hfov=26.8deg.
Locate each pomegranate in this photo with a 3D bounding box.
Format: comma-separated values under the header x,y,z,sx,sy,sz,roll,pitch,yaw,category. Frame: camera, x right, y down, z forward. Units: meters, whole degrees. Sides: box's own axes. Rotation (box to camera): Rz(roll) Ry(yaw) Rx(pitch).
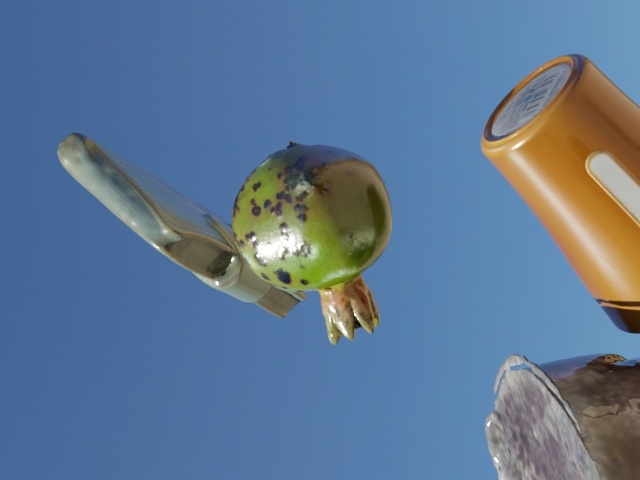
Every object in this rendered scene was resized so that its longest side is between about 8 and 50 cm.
x,y,z,sx,sy,sz,roll,pitch,yaw,category
0.000,0.000,1.325,0.159,0.159,0.205,-31,-79,-58,pomegranate

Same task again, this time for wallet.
x,y,z,sx,sy,sz,roll,pitch,yaw,category
-0.169,-0.012,1.748,0.083,0.252,0.360,-54,-31,2,wallet

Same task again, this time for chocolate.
x,y,z,sx,sy,sz,roll,pitch,yaw,category
0.314,0.235,1.307,0.303,0.213,0.303,167,90,-78,chocolate

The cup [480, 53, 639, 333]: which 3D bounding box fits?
x,y,z,sx,sy,sz,roll,pitch,yaw,category
0.288,-0.039,1.272,0.264,0.182,0.226,43,-173,-16,cup
